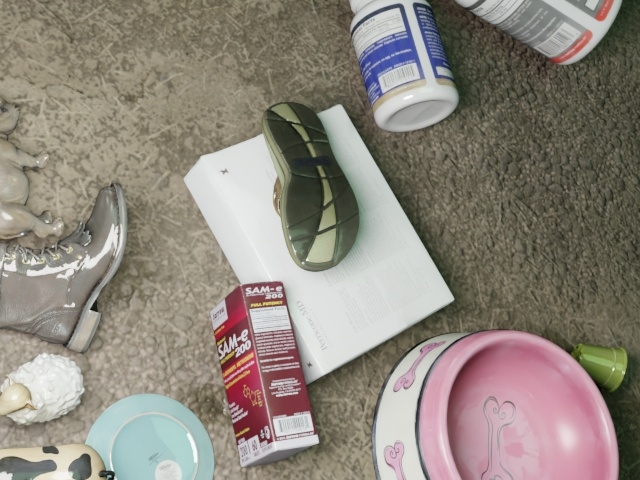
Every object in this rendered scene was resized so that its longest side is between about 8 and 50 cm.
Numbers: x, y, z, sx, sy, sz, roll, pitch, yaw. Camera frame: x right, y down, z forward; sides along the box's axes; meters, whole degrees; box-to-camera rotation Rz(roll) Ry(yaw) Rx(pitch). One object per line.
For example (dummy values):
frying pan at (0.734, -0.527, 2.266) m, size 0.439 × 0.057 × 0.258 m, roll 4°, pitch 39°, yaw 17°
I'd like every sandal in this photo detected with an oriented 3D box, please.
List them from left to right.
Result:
sandal at (-0.022, -0.077, 1.556) m, size 0.120 × 0.086 × 0.302 m, roll 2°, pitch 53°, yaw -21°

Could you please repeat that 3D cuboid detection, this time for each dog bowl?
dog bowl at (0.290, 0.321, 1.617) m, size 0.408 × 0.150 × 0.408 m, roll 11°, pitch 64°, yaw -23°

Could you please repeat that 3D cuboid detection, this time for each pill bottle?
pill bottle at (0.139, -0.338, 1.819) m, size 0.153 × 0.153 × 0.264 m, roll -4°, pitch 71°, yaw -30°
pill bottle at (0.382, -0.511, 1.990) m, size 0.363 × 0.210 × 0.210 m, roll 28°, pitch 59°, yaw -16°

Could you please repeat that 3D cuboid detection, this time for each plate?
plate at (-0.231, 0.301, 1.421) m, size 0.188 × 0.024 × 0.188 m, roll 12°, pitch 63°, yaw -24°

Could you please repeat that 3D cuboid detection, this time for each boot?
boot at (-0.392, 0.023, 1.377) m, size 0.229 × 0.091 × 0.263 m, roll 17°, pitch 89°, yaw -22°

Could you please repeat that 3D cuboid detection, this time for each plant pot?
plant pot at (0.482, 0.216, 1.816) m, size 0.079 × 0.083 × 0.083 m, roll 18°, pitch 61°, yaw -6°

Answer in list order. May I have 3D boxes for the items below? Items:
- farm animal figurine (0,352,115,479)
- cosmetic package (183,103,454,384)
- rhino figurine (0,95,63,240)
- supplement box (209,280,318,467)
farm animal figurine at (-0.397, 0.316, 1.234) m, size 0.327 × 0.172 × 0.330 m, roll -13°, pitch 76°, yaw -32°
cosmetic package at (0.000, 0.000, 1.632) m, size 0.284 × 0.097 × 0.377 m, roll -24°, pitch 81°, yaw -36°
rhino figurine at (-0.443, -0.107, 1.456) m, size 0.106 × 0.073 × 0.243 m, roll -7°, pitch 71°, yaw -33°
supplement box at (-0.084, 0.192, 1.483) m, size 0.073 × 0.130 × 0.239 m, roll -3°, pitch 70°, yaw -29°
